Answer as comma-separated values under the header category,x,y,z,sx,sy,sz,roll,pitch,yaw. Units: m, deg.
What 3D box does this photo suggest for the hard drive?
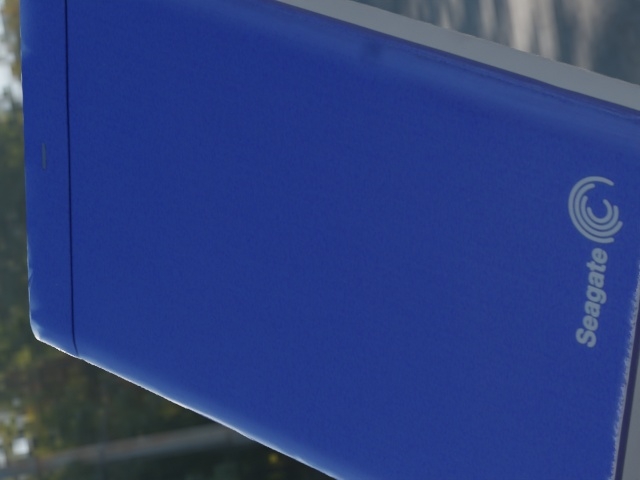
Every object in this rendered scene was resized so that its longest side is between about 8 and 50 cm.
category,x,y,z,sx,sy,sz,roll,pitch,yaw
hard drive,0.000,0.000,0.796,0.040,0.318,0.210,-30,-49,-46
